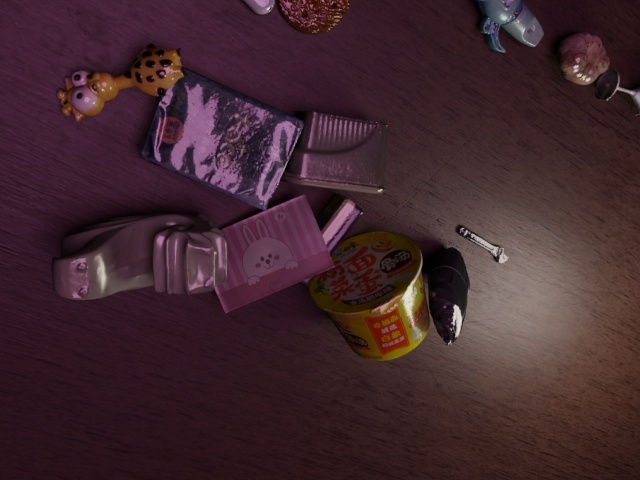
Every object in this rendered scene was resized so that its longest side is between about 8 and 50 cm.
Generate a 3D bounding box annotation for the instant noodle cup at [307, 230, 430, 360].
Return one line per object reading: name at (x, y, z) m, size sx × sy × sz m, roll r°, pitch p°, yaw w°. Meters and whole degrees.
instant noodle cup at (0.145, 0.154, 1.751) m, size 0.311 × 0.311 × 0.221 m, roll -32°, pitch 124°, yaw -9°

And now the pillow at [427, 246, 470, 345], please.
pillow at (0.348, 0.143, 1.825) m, size 0.093 × 0.335 × 0.161 m, roll -18°, pitch 111°, yaw 23°

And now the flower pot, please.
flower pot at (-0.400, 0.034, 1.511) m, size 0.368 × 0.254 × 0.164 m, roll -5°, pitch 108°, yaw -18°

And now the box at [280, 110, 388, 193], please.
box at (0.034, -0.218, 1.677) m, size 0.274 × 0.138 × 0.178 m, roll 6°, pitch 97°, yaw -24°

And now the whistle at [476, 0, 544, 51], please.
whistle at (0.481, -0.600, 1.750) m, size 0.274 × 0.093 × 0.186 m, roll 32°, pitch 93°, yaw -30°

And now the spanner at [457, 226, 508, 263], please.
spanner at (0.477, 0.013, 1.981) m, size 0.208 × 0.012 × 0.046 m, roll 28°, pitch 96°, yaw -26°

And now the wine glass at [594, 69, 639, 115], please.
wine glass at (0.893, -0.429, 1.951) m, size 0.183 × 0.122 × 0.122 m, roll 9°, pitch 103°, yaw -22°

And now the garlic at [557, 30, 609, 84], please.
garlic at (0.714, -0.502, 1.865) m, size 0.159 × 0.102 × 0.147 m, roll -10°, pitch 96°, yaw -30°

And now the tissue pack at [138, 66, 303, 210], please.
tissue pack at (-0.225, -0.233, 1.546) m, size 0.316 × 0.103 × 0.227 m, roll 22°, pitch 97°, yaw -11°

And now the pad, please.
pad at (-0.138, 0.033, 1.676) m, size 0.300 × 0.005 × 0.202 m, roll -22°, pitch 93°, yaw 0°

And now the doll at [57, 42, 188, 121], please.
doll at (-0.426, -0.339, 1.441) m, size 0.291 × 0.086 × 0.117 m, roll -15°, pitch 78°, yaw 6°

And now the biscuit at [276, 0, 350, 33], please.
biscuit at (-0.015, -0.583, 1.592) m, size 0.188 × 0.027 × 0.187 m, roll -6°, pitch 109°, yaw -19°

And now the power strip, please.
power strip at (0.000, 0.000, 1.735) m, size 0.070 × 0.105 × 0.256 m, roll 35°, pitch 91°, yaw -18°

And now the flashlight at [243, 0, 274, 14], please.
flashlight at (-0.184, -0.585, 1.514) m, size 0.200 × 0.047 × 0.093 m, roll 37°, pitch 90°, yaw -26°
